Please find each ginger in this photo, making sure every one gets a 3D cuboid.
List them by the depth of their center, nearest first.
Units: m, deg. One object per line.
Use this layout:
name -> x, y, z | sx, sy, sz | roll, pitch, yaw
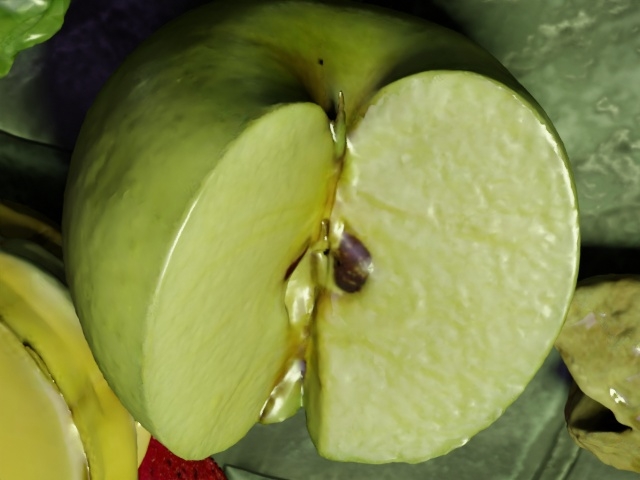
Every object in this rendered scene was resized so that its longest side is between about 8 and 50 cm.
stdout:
ginger -> 0.280, 0.057, 0.950 | 0.275, 0.130, 0.221 | 3, 115, 6

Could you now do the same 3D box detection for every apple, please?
apple -> -0.012, -0.012, 0.858 | 0.295, 0.233, 0.258 | -5, 129, -19

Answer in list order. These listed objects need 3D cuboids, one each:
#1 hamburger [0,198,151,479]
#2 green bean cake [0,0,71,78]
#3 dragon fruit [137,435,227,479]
hamburger -> -0.230, 0.093, 0.960 | 0.276, 0.237, 0.276 | 5, 112, 13
green bean cake -> -0.287, -0.185, 0.819 | 0.247, 0.156, 0.250 | -29, 117, 23
dragon fruit -> -0.129, 0.255, 1.111 | 0.126, 0.161, 0.274 | -23, 122, 18
